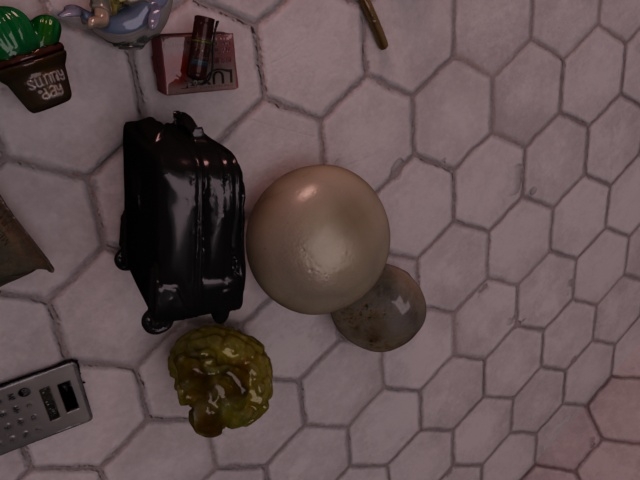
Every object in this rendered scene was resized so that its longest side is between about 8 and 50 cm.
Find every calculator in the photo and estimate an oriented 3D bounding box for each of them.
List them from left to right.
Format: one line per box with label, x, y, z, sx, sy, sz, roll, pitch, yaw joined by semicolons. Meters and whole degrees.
calculator;-0.602;0.347;1.267;0.261;0.021;0.161;-19;118;-24

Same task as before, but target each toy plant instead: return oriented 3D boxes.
toy plant;-0.483;-0.315;1.028;0.143;0.105;0.200;-32;111;-29

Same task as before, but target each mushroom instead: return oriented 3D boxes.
mushroom;0.148;0.143;1.548;0.243;0.243;0.244;-12;115;-27

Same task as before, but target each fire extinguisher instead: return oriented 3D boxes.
fire extinguisher;-0.220;-0.338;1.143;0.056;0.039;0.132;5;105;-23

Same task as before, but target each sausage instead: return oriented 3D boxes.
sausage;0.116;-0.478;1.369;0.024;0.024;0.132;-39;125;-12

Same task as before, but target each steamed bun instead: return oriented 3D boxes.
steamed bun;0.000;0.000;1.342;0.324;0.206;0.324;-2;96;-20

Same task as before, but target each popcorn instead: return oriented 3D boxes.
popcorn;-0.223;0.294;1.347;0.251;0.205;0.237;17;57;-67

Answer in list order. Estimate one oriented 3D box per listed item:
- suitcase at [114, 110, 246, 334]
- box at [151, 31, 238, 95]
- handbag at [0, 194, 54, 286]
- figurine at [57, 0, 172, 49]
suitcase;-0.258;-0.051;1.120;0.188;0.345;0.340;-5;112;-24
box;-0.237;-0.337;1.192;0.156;0.060;0.111;-13;117;-25
handbag;-0.601;-0.013;1.071;0.182;0.117;0.270;-27;122;-10
figurine;-0.341;-0.413;1.060;0.208;0.128;0.184;-20;116;-18
